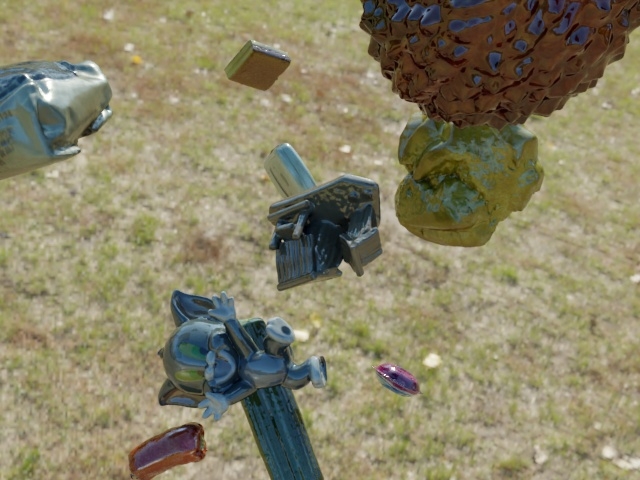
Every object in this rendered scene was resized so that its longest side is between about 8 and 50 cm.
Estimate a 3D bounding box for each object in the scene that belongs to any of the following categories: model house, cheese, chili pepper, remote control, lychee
[{"bbox_3d":[0.004,0.001,1.567,0.229,0.122,0.188,-17,41,27],"label":"model house"},{"bbox_3d":[0.128,0.232,1.499,0.095,0.038,0.145,30,1,2],"label":"cheese"},{"bbox_3d":[-0.234,0.328,1.381,0.123,0.073,0.070,-25,35,2],"label":"chili pepper"},{"bbox_3d":[-0.071,-0.149,2.034,0.056,0.140,0.296,-35,4,-8],"label":"remote control"},{"bbox_3d":[0.281,-0.399,1.299,0.424,0.500,0.424,36,0,0],"label":"lychee"}]

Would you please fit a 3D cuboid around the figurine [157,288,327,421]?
[{"bbox_3d":[-0.125,0.168,1.362,0.265,0.193,0.140,-3,6,-4],"label":"figurine"}]

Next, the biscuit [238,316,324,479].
[{"bbox_3d":[-0.085,0.285,1.543,0.099,0.038,0.322,-16,78,-23],"label":"biscuit"}]

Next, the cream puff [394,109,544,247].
[{"bbox_3d":[0.267,-0.139,1.787,0.270,0.274,0.323,-45,25,-27],"label":"cream puff"}]

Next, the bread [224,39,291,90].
[{"bbox_3d":[-0.116,-0.324,1.650,0.094,0.090,0.035,10,50,-42],"label":"bread"}]

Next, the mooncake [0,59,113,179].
[{"bbox_3d":[-0.434,-0.169,1.224,0.254,0.136,0.250,-15,19,11],"label":"mooncake"}]
